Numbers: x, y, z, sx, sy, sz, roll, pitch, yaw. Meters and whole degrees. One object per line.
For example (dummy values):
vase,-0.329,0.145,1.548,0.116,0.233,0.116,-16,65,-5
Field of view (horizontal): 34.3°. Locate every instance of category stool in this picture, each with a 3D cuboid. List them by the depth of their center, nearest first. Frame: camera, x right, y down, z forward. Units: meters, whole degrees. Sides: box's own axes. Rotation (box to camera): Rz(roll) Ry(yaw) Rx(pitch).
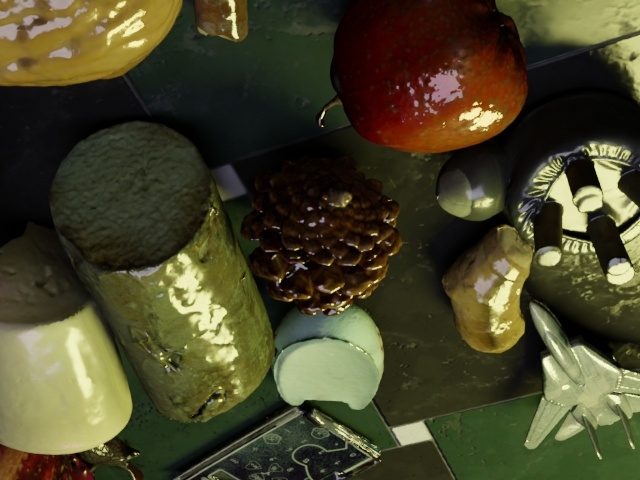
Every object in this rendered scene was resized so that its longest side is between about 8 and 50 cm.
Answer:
stool,0.235,-0.040,1.002,0.228,0.139,0.153,-20,130,14

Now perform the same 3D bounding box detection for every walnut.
walnut,-0.210,-0.225,0.760,0.257,0.257,0.224,4,100,-4

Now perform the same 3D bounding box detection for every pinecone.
pinecone,0.000,0.000,1.028,0.173,0.173,0.173,0,134,0

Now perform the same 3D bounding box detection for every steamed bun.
steamed bun,-0.311,0.110,1.114,0.170,0.200,0.225,-18,124,-16

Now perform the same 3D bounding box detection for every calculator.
calculator,-0.063,0.313,1.420,0.274,0.028,0.166,-35,125,29

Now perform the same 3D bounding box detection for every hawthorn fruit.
hawthorn fruit,0.075,-0.143,0.889,0.194,0.157,0.157,-21,131,24

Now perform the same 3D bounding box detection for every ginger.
ginger,0.188,0.059,1.146,0.095,0.069,0.190,-22,134,-10

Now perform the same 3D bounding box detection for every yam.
yam,-0.094,-0.264,0.838,0.057,0.057,0.241,-4,135,3
yam,-0.152,0.041,1.055,0.168,0.168,0.304,-9,134,8

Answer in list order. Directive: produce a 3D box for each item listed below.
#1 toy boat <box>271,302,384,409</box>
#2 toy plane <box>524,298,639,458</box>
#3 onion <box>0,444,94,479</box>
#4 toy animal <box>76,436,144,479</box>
toy boat,0.009,0.130,1.224,0.134,0.079,0.208,5,145,5
toy plane,0.298,0.144,1.227,0.212,0.088,0.267,-24,122,20
onion,-0.460,0.389,1.245,0.348,0.385,0.348,13,136,13
toy animal,-0.297,0.264,1.360,0.105,0.070,0.202,-12,132,-6
